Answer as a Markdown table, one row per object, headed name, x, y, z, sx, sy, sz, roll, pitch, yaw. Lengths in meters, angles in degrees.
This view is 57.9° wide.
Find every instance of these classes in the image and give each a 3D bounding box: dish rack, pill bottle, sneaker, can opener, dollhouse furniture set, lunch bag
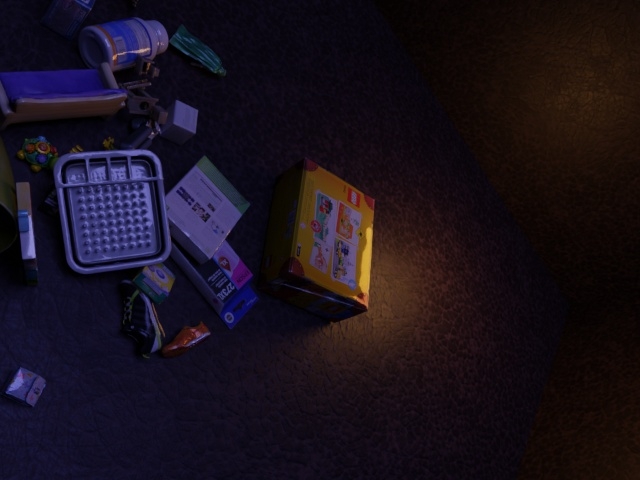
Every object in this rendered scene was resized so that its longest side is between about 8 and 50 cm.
| name | x | y | z | sx | sy | sz | roll | pitch | yaw |
| --- | --- | --- | --- | --- | --- | --- | --- | --- | --- |
| dish rack | -0.586 | -0.084 | 1.639 | 0.286 | 0.072 | 0.332 | -8 | 93 | -26 |
| pill bottle | -0.640 | -0.649 | 1.908 | 0.152 | 0.152 | 0.272 | 57 | 42 | -6 |
| sneaker | -0.523 | 0.221 | 1.644 | 0.097 | 0.084 | 0.234 | -26 | 88 | -45 |
| can opener | -0.577 | -0.328 | 1.836 | 0.093 | 0.074 | 0.280 | 7 | 33 | -1 |
| sneaker | -0.413 | 0.299 | 1.741 | 0.067 | 0.064 | 0.175 | 48 | 36 | 14 |
| dollhouse furniture set | -0.563 | -0.483 | 1.838 | 0.101 | 0.160 | 0.182 | -5 | 35 | -45 |
| lunch bag | -0.720 | 0.357 | 1.411 | 0.083 | 0.053 | 0.071 | 44 | 47 | -32 |

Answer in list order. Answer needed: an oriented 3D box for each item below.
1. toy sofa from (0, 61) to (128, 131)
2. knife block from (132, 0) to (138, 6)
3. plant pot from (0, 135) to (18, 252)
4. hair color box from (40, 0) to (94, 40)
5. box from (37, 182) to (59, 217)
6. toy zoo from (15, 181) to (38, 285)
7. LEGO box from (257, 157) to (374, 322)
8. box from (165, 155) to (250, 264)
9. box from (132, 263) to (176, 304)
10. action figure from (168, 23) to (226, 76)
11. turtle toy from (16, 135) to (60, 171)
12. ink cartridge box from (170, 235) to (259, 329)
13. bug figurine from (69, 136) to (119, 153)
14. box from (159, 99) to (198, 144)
| name | x | y | z | sx | sy | sz | roll | pitch | yaw |
| --- | --- | --- | --- | --- | --- | --- | --- | --- | --- |
| toy sofa | -0.758 | -0.433 | 1.671 | 0.363 | 0.177 | 0.150 | -20 | 86 | -46 |
| knife block | -0.622 | -0.969 | 2.028 | 0.088 | 0.275 | 0.242 | 24 | 26 | -35 |
| plant pot | -0.865 | -0.150 | 1.395 | 0.275 | 0.275 | 0.293 | 20 | 42 | -36 |
| hair color box | -0.767 | -0.833 | 1.859 | 0.105 | 0.174 | 0.347 | 27 | 53 | -32 |
| box | -0.739 | -0.117 | 1.616 | 0.052 | 0.062 | 0.083 | 35 | 49 | -29 |
| toy zoo | -0.719 | -0.016 | 1.421 | 0.030 | 0.293 | 0.192 | -5 | 73 | -26 |
| LEGO box | 0.000 | 0.000 | 2.174 | 0.373 | 0.193 | 0.499 | 29 | 53 | -31 |
| box | -0.380 | -0.104 | 1.872 | 0.232 | 0.059 | 0.322 | 48 | 39 | -17 |
| box | -0.485 | 0.108 | 1.707 | 0.105 | 0.043 | 0.179 | 47 | 7 | -17 |
| action figure | -0.453 | -0.697 | 2.177 | 0.232 | 0.063 | 0.137 | 35 | 47 | -22 |
| turtle toy | -0.780 | -0.241 | 1.634 | 0.130 | 0.066 | 0.095 | 46 | 45 | -18 |
| ink cartridge box | -0.345 | 0.093 | 1.897 | 0.370 | 0.069 | 0.175 | 55 | 43 | -12 |
| bug figurine | -0.624 | -0.182 | 1.753 | 0.279 | 0.072 | 0.216 | 44 | 39 | -13 |
| box | -0.483 | -0.401 | 1.974 | 0.087 | 0.102 | 0.101 | 21 | 57 | -38 |
